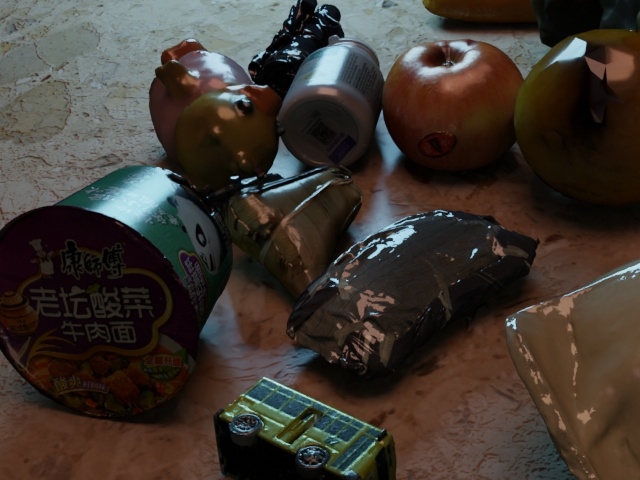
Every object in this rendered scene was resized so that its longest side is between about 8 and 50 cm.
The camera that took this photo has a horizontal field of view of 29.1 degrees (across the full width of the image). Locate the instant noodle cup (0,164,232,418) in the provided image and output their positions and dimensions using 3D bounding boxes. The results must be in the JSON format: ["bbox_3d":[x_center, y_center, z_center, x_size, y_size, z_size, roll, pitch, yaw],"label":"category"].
[{"bbox_3d":[-0.215,0.040,1.351,0.251,0.251,0.190,7,26,15],"label":"instant noodle cup"}]

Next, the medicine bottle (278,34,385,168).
[{"bbox_3d":[0.024,-0.207,1.771,0.135,0.135,0.215,4,35,11],"label":"medicine bottle"}]

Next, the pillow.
[{"bbox_3d":[0.111,0.050,1.421,0.161,0.093,0.335,35,48,31],"label":"pillow"}]

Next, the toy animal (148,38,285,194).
[{"bbox_3d":[-0.144,-0.163,1.705,0.169,0.195,0.281,-54,36,6],"label":"toy animal"}]

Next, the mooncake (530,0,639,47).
[{"bbox_3d":[0.477,-0.331,1.832,0.394,0.246,0.393,21,35,27],"label":"mooncake"}]

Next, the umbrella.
[{"bbox_3d":[-0.026,-0.307,1.949,0.122,0.110,0.272,39,41,-8],"label":"umbrella"}]

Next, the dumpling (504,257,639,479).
[{"bbox_3d":[0.371,0.168,1.177,0.395,0.233,0.316,-3,64,-23],"label":"dumpling"}]

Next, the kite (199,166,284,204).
[{"bbox_3d":[-0.107,-0.067,1.563,0.141,0.015,0.245,-19,-1,-3],"label":"kite"}]

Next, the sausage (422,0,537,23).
[{"bbox_3d":[0.293,-0.416,2.101,0.238,0.098,0.098,2,34,6],"label":"sausage"}]

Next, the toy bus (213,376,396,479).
[{"bbox_3d":[-0.011,0.209,1.200,0.175,0.088,0.101,20,39,32],"label":"toy bus"}]

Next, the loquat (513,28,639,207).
[{"bbox_3d":[0.368,-0.157,1.584,0.235,0.235,0.235,-2,34,2],"label":"loquat"}]

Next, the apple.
[{"bbox_3d":[0.186,-0.190,1.708,0.209,0.164,0.209,-5,33,3],"label":"apple"}]

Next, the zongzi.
[{"bbox_3d":[0.000,0.000,1.518,0.194,0.099,0.197,-23,57,-37],"label":"zongzi"}]
